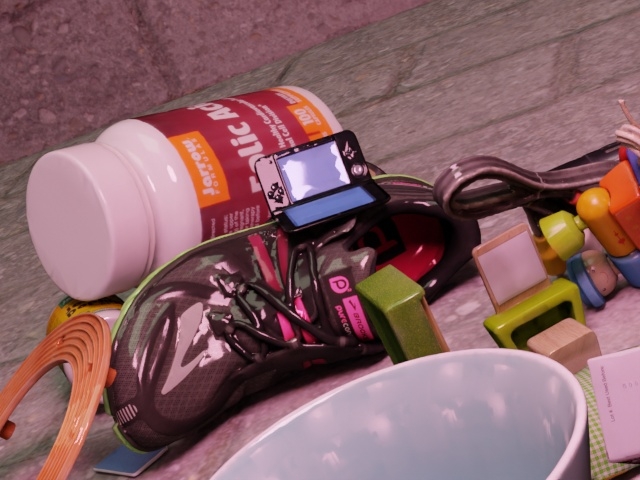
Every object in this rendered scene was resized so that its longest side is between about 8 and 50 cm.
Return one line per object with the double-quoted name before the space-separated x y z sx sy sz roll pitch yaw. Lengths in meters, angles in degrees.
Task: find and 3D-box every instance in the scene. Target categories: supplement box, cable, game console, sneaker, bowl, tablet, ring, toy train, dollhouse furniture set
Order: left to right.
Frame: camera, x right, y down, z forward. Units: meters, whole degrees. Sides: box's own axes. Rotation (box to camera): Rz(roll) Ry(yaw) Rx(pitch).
"ring" -0.309 0.228 1.536 0.336 0.032 0.337 -45 25 28
"tablet" -0.209 0.240 1.621 0.083 0.006 0.054 -3 28 48
"sneaker" -0.029 0.061 1.602 0.482 0.185 0.202 -34 16 -21
"game console" 0.001 -0.066 1.613 0.122 0.107 0.071 -18 -11 -10
"bowl" 0.067 0.226 1.041 0.311 0.163 0.311 -23 18 8
"dollhouse furniture set" 0.186 0.091 1.280 0.197 0.151 0.301 -28 18 -9
"cable" 0.227 -0.035 1.450 0.139 0.072 0.287 -41 -28 19
"toy train" 0.270 -0.033 1.400 0.143 0.248 0.105 -29 46 18
"supplement box" 0.286 0.111 1.025 0.130 0.073 0.239 -17 -16 25

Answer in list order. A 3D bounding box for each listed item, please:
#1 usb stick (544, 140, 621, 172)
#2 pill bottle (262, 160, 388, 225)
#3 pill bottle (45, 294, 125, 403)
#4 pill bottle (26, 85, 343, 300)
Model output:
"usb stick" 0.381 -0.104 1.748 0.278 0.045 0.077 -23 11 6
"pill bottle" 0.000 0.000 1.830 0.122 0.123 0.219 -4 27 49
"pill bottle" -0.282 0.125 1.859 0.117 0.118 0.208 -29 18 -12
"pill bottle" -0.165 -0.062 1.904 0.392 0.224 0.224 -18 9 -41
